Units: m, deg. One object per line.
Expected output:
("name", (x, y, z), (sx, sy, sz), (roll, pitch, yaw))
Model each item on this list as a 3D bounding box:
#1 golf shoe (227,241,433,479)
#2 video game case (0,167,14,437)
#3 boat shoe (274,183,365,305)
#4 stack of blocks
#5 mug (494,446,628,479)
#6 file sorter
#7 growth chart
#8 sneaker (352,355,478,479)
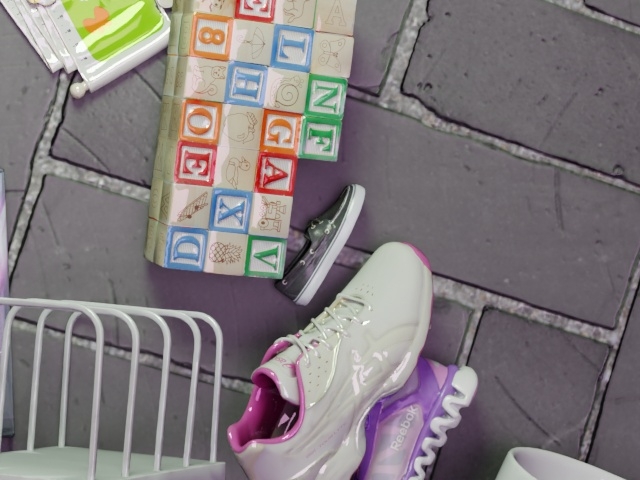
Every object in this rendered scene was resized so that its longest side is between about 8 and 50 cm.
("golf shoe", (0.013, 0.124, 1.780), (0.140, 0.115, 0.306), (39, 71, -40))
("video game case", (-0.411, 0.067, 1.749), (0.196, 0.026, 0.274), (-3, 94, -13))
("boat shoe", (0.000, 0.000, 1.832), (0.040, 0.049, 0.142), (29, 89, -13))
("stack of blocks", (-0.072, -0.115, 1.776), (0.171, 0.087, 0.297), (6, 94, -20))
("mug", (0.213, 0.404, 1.798), (0.374, 0.276, 0.328), (21, 96, -15))
("file sorter", (-0.226, 0.144, 1.646), (0.192, 0.277, 0.173), (3, 88, 21))
("growth chart", (-0.252, -0.267, 1.766), (0.172, 0.021, 0.237), (-41, 103, -9))
("sneaker", (0.068, 0.217, 1.847), (0.104, 0.095, 0.236), (31, 82, -7))
